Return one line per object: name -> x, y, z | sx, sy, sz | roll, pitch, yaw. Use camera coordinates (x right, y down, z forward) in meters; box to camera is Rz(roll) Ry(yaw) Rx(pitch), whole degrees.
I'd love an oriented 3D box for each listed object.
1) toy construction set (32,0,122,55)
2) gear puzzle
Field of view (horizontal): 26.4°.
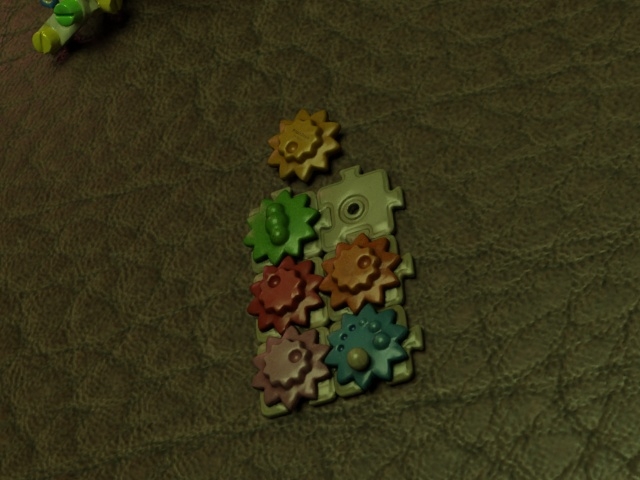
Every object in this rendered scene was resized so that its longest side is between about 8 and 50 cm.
toy construction set -> -0.223, -0.349, 1.577 | 0.328, 0.215, 0.151 | -12, 20, 20
gear puzzle -> 0.000, 0.000, 1.359 | 0.175, 0.044, 0.339 | -17, 57, 18
